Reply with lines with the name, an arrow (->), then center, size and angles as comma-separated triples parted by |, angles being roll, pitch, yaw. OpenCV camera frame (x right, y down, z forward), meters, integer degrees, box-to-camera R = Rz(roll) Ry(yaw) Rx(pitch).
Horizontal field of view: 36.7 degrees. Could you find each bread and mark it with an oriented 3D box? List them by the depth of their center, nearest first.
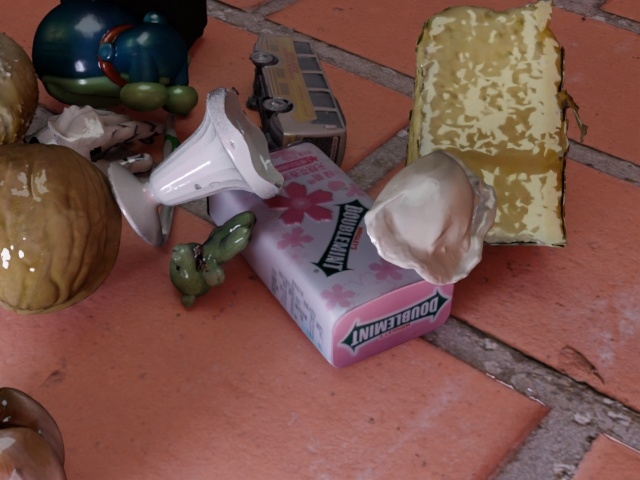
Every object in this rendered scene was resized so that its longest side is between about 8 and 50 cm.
bread -> 0.243, -0.153, 1.343 | 0.248, 0.315, 0.279 | 0, 23, 1
bread -> -0.552, -0.186, 1.447 | 0.306, 0.158, 0.305 | -19, 38, 16

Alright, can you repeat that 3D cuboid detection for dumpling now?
dumpling -> 0.149, -0.031, 1.211 | 0.151, 0.124, 0.229 | 42, 52, 2

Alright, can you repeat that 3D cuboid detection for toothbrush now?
toothbrush -> -0.237, -0.131, 1.525 | 0.040, 0.042, 0.418 | 27, 33, -20

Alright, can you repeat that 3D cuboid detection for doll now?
doll -> -0.147, 0.013, 1.282 | 0.077, 0.150, 0.115 | 38, 27, -30
doll -> -0.344, -0.303, 1.593 | 0.322, 0.186, 0.198 | 10, 9, 28

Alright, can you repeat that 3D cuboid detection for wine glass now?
wine glass -> -0.163, -0.089, 1.271 | 0.196, 0.165, 0.165 | -31, 41, 8

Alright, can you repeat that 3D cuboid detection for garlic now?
garlic -> -0.344, 0.228, 0.998 | 0.160, 0.191, 0.214 | 16, 22, -23

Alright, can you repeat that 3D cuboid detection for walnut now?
walnut -> -0.367, -0.015, 1.236 | 0.228, 0.228, 0.228 | 2, 39, -1

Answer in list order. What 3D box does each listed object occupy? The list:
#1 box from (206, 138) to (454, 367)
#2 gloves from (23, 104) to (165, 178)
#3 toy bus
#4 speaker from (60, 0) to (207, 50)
box -> 0.000, 0.000, 1.325 | 0.190, 0.112, 0.369 | -19, 44, -26
gloves -> -0.344, -0.158, 1.508 | 0.212, 0.111, 0.127 | -26, 42, -20
toy bus -> -0.048, -0.229, 1.620 | 0.138, 0.097, 0.342 | 0, 37, -14
speaker -> -0.334, -0.461, 1.759 | 0.232, 0.254, 0.184 | 9, 40, 9
